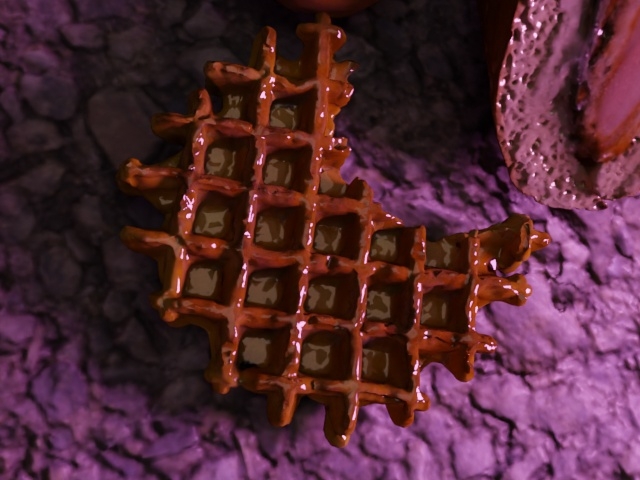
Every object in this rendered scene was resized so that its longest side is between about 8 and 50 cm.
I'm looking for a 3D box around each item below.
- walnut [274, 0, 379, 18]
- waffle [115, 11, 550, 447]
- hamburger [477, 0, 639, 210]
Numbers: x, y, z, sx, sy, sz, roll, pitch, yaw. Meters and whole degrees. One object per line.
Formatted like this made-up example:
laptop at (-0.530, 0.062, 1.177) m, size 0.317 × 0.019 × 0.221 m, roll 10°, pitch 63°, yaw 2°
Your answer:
walnut at (0.016, -0.265, 0.635) m, size 0.159 × 0.159 × 0.206 m, roll 40°, pitch 71°, yaw 0°
waffle at (0.000, 0.000, 0.599) m, size 0.260 × 0.069 × 0.293 m, roll -43°, pitch 90°, yaw -19°
hamburger at (0.209, -0.207, 0.634) m, size 0.162 × 0.330 × 0.209 m, roll 6°, pitch 31°, yaw -5°
